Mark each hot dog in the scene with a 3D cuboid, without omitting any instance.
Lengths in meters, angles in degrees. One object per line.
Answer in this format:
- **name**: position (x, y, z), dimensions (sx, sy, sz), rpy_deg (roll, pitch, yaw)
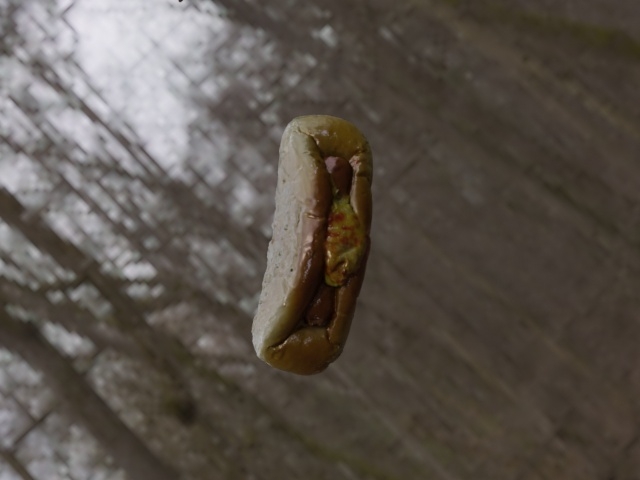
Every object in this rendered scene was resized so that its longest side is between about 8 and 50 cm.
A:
- **hot dog**: position (0.000, 0.000, 0.624), dimensions (0.034, 0.030, 0.090), rpy_deg (167, 113, -67)

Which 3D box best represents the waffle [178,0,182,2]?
- **waffle**: position (-0.087, -0.269, 1.033), dimensions (0.309, 0.065, 0.283), rpy_deg (-11, -57, 0)
